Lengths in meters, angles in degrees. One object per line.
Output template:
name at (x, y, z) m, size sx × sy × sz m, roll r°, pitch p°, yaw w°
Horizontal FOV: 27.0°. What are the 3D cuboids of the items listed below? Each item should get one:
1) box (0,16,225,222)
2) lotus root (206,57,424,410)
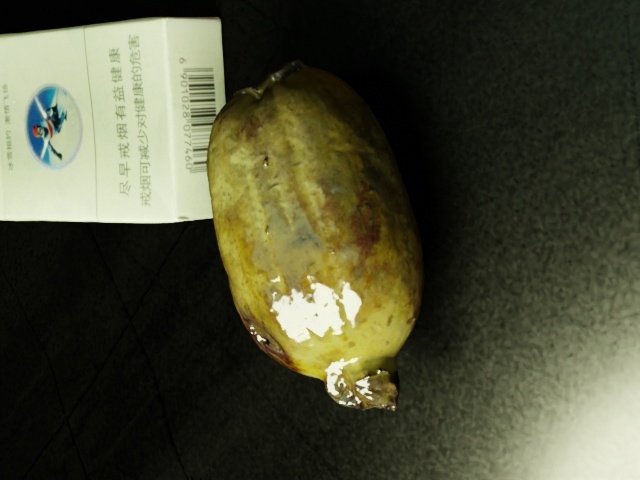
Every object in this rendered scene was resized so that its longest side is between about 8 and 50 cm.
box at (-0.192, -0.099, 1.134) m, size 0.256 × 0.069 × 0.164 m, roll 2°, pitch 97°, yaw 39°
lotus root at (0.000, 0.000, 0.948) m, size 0.145 × 0.128 × 0.260 m, roll -22°, pitch 83°, yaw 30°
